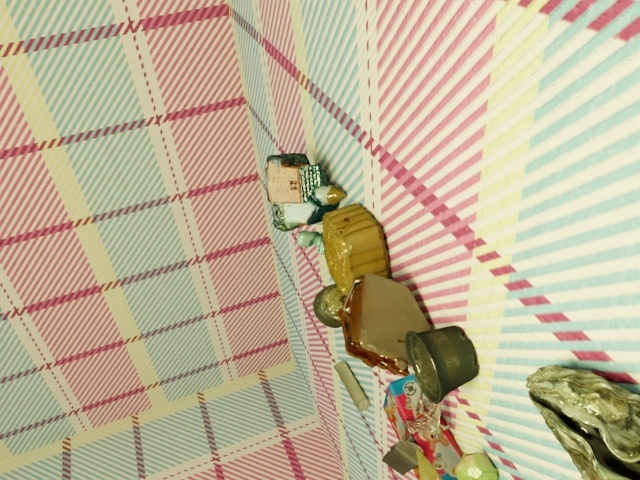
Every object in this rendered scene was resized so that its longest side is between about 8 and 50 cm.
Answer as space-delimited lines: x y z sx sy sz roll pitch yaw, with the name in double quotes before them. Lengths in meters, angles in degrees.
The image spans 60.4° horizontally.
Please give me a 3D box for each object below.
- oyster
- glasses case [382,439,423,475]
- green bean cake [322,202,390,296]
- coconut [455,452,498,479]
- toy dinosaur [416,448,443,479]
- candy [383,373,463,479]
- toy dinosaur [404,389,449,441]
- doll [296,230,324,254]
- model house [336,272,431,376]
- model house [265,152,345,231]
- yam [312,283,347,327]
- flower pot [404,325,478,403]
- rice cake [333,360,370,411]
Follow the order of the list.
"oyster" 0.375 0.254 0.733 0.267 0.112 0.198 52 177 39
"glasses case" 0.207 0.549 1.394 0.072 0.042 0.190 26 151 10
"green bean cake" 0.092 0.037 1.511 0.224 0.131 0.229 -128 26 -59
"coconut" 0.337 0.503 1.201 0.081 0.082 0.083 50 176 47
"toy dinosaur" 0.314 0.624 1.233 0.327 0.113 0.206 33 122 5
"candy" 0.274 0.520 1.433 0.157 0.100 0.305 92 158 -50
"toy dinosaur" 0.261 0.420 1.329 0.108 0.032 0.220 48 117 40
"doll" 0.000 0.000 1.826 0.159 0.159 0.059 19 104 39
"model house" 0.155 0.210 1.368 0.229 0.200 0.219 140 146 -76
"model house" -0.017 -0.147 1.742 0.291 0.184 0.253 11 109 43
"yam" 0.055 0.219 1.858 0.254 0.154 0.153 125 128 -76
"flower pot" 0.258 0.249 1.158 0.157 0.107 0.157 161 90 -79
"rice cake" 0.123 0.575 2.183 0.256 0.057 0.052 -127 26 -55
